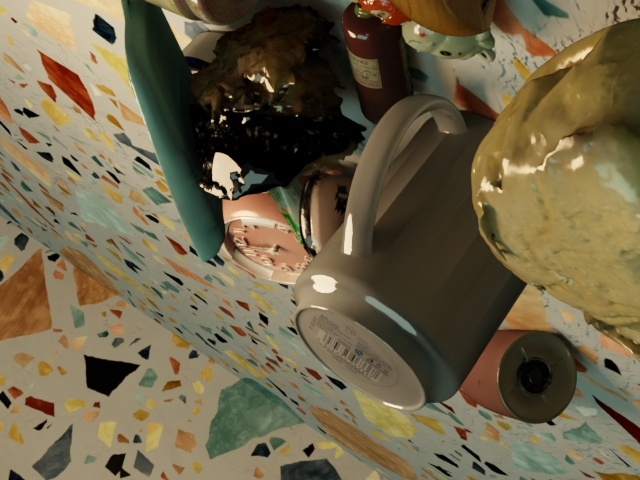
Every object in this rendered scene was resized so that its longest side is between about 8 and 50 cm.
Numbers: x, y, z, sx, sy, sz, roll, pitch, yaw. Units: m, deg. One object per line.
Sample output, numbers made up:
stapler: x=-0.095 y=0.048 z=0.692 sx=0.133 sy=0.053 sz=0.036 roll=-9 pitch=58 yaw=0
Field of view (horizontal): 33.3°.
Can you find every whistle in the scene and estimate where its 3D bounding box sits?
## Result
whistle: x=0.090 y=-0.272 z=1.130 sx=0.253 sy=0.105 sz=0.102 roll=41 pitch=143 yaw=-11

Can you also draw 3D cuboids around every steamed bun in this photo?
steamed bun: x=0.324 y=-0.043 z=1.048 sx=0.372 sy=0.230 sz=0.325 roll=44 pitch=158 yaw=-23

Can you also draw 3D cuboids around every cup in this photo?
cup: x=0.121 y=0.001 z=1.324 sx=0.237 sy=0.327 sz=0.322 roll=15 pitch=146 yaw=42

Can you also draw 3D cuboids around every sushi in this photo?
sushi: x=-0.070 y=-0.188 z=1.390 sx=0.239 sy=0.225 sz=0.218 roll=3 pitch=117 yaw=28

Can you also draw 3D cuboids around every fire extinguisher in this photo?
fire extinguisher: x=0.059 y=-0.242 z=1.293 sx=0.099 sy=0.071 sz=0.231 roll=50 pitch=168 yaw=34

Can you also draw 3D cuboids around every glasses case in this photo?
glasses case: x=0.053 y=-0.028 z=1.517 sx=0.075 sy=0.122 sz=0.314 roll=1 pitch=179 yaw=25

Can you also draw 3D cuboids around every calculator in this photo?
calculator: x=-0.200 y=-0.169 z=1.465 sx=0.054 sy=0.256 sz=0.386 roll=-14 pitch=134 yaw=6

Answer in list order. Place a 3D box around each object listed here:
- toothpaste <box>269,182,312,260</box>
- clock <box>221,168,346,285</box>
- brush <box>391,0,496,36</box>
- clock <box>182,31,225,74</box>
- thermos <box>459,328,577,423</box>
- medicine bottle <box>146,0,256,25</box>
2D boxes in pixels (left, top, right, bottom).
toothpaste: x=-0.044 y=-0.067 z=1.567 sx=0.058 sy=0.056 sz=0.314 roll=-33 pitch=93 yaw=23
clock: x=-0.061 y=-0.030 z=1.740 sx=0.241 sy=0.142 sz=0.227 roll=4 pitch=147 yaw=19
brush: x=0.152 y=-0.270 z=0.952 sx=0.166 sy=0.174 sz=0.266 roll=18 pitch=158 yaw=23
clock: x=-0.126 y=-0.212 z=1.635 sx=0.230 sy=0.083 sz=0.230 roll=32 pitch=161 yaw=12
thermos: x=0.281 y=0.208 z=1.784 sx=0.176 sy=0.146 sz=0.265 roll=38 pitch=166 yaw=-19
medicine bottle: x=-0.226 y=-0.384 z=1.326 sx=0.322 sy=0.151 sz=0.151 roll=27 pitch=157 yaw=25
